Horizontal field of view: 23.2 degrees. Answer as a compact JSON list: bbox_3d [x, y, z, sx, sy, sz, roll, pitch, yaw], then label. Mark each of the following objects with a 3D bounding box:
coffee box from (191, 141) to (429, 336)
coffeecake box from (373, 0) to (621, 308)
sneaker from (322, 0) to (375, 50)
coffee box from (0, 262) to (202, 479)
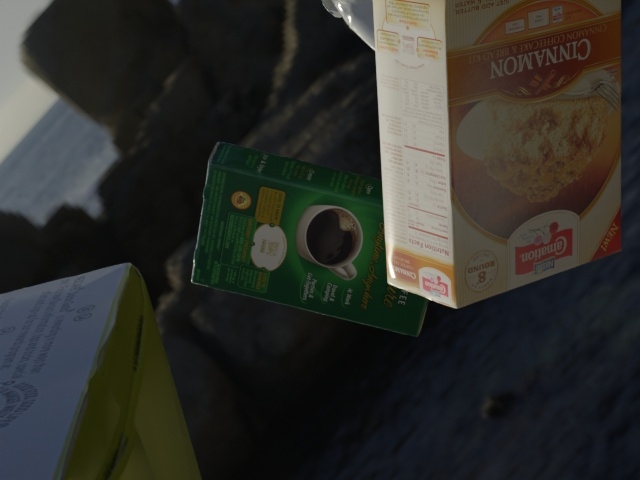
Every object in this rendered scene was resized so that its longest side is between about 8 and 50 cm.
[{"bbox_3d":[0.000,0.000,1.179,0.040,0.184,0.113,-73,-5,-57],"label":"coffee box"},{"bbox_3d":[0.109,-0.070,0.937,0.142,0.185,0.068,-17,23,-34],"label":"coffeecake box"},{"bbox_3d":[0.138,-0.253,1.282,0.366,0.210,0.137,15,37,28],"label":"sneaker"},{"bbox_3d":[-0.184,0.238,0.532,0.334,0.337,0.338,-15,12,1],"label":"coffee box"}]
